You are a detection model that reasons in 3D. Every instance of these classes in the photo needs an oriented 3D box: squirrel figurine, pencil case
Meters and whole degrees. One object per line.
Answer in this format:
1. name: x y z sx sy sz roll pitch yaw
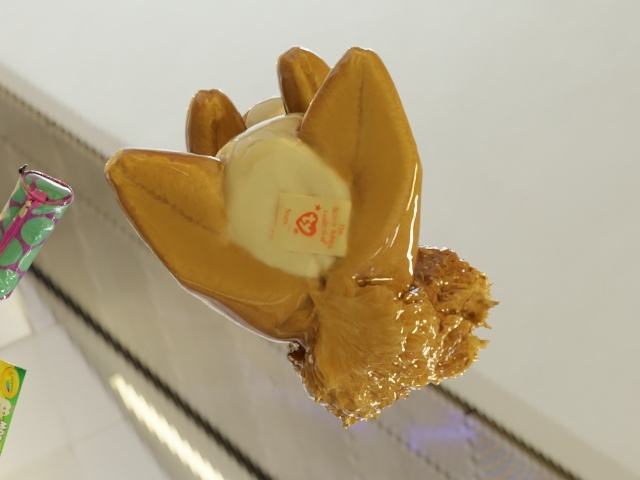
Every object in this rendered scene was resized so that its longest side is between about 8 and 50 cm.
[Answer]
1. squirrel figurine: 0.000 0.000 1.714 0.397 0.281 0.370 59 1 -4
2. pencil case: -0.331 -0.006 1.785 0.064 0.070 0.151 39 -67 7

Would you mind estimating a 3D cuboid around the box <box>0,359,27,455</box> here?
1. box: -0.416 0.244 2.014 0.043 0.179 0.105 25 -28 -19
